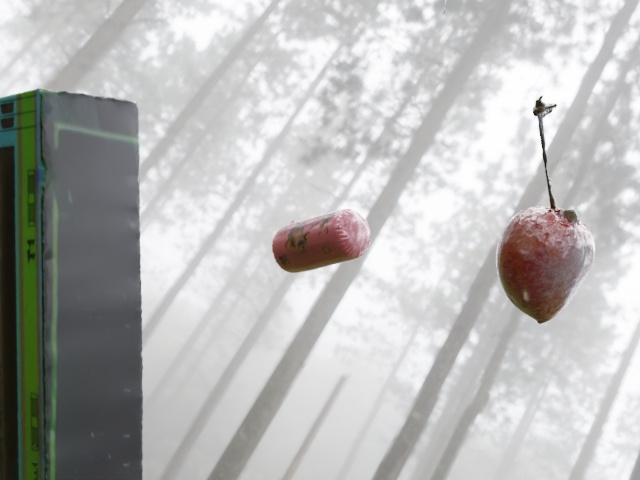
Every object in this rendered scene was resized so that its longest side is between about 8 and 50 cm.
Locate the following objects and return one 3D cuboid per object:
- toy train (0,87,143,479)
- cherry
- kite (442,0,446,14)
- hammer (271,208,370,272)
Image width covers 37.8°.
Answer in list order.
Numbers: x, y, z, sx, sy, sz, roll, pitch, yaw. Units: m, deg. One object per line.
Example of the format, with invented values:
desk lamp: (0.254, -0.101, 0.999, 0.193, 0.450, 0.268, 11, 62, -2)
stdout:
toy train: (-0.096, 0.052, 0.350, 0.042, 0.209, 0.044, 0, 1, 41)
cherry: (0.235, -0.027, 0.948, 0.107, 0.226, 0.090, 6, 5, -33)
kite: (0.067, -0.142, 0.441, 0.002, 0.044, 0.078, 7, -67, -1)
hammer: (0.000, 0.000, 0.700, 0.083, 0.043, 0.043, -15, -52, 44)
